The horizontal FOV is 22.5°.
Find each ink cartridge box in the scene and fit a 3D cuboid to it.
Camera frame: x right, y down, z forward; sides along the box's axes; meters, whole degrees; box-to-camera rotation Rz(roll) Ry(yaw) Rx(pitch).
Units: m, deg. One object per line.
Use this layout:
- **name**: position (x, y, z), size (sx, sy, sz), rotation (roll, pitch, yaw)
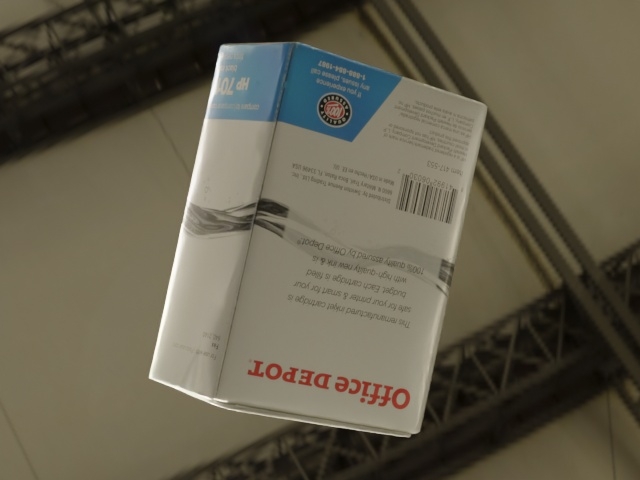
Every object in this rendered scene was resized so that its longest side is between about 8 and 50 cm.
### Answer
- **ink cartridge box**: position (0.000, 0.000, 0.881), size (0.082, 0.140, 0.190), rotation (11, -92, 55)
